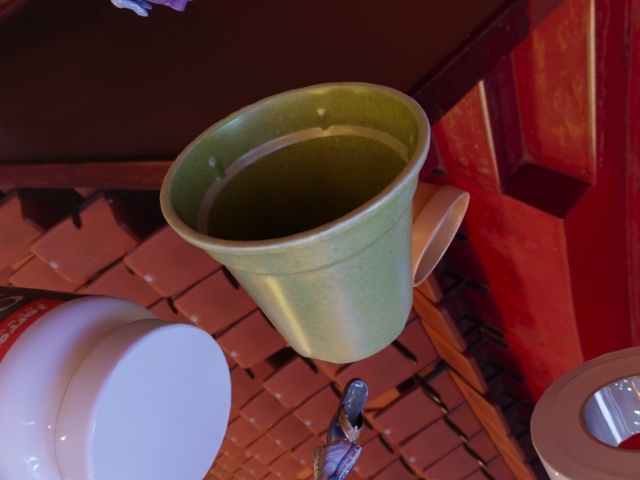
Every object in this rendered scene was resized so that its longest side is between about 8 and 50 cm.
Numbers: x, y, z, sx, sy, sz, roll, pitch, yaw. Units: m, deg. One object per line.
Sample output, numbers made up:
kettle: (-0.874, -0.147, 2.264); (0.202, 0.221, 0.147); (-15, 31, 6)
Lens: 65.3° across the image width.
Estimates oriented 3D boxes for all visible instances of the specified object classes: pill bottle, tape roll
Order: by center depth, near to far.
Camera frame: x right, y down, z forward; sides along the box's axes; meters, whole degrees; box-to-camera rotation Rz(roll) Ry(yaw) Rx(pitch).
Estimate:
pill bottle: (-0.290, 0.159, 0.544); (0.363, 0.210, 0.210); (0, 143, 30)
tape roll: (0.432, 0.256, 0.647); (0.100, 0.286, 0.286); (61, 165, -9)

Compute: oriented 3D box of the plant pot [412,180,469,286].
plant pot: (0.248, -0.048, 1.378); (0.203, 0.291, 0.291); (32, 164, 22)

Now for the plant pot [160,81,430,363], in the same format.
plant pot: (0.000, 0.000, 0.578); (0.276, 0.276, 0.254); (33, 152, 43)

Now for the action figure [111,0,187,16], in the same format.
action figure: (-0.127, -0.438, 0.517); (0.370, 0.276, 0.248); (-38, 59, 42)

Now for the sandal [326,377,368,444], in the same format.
sandal: (0.080, 0.455, 1.259); (0.090, 0.219, 0.060); (35, 152, -20)

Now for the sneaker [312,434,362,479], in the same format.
sneaker: (0.008, 0.472, 1.029); (0.083, 0.071, 0.191); (29, -155, 21)
